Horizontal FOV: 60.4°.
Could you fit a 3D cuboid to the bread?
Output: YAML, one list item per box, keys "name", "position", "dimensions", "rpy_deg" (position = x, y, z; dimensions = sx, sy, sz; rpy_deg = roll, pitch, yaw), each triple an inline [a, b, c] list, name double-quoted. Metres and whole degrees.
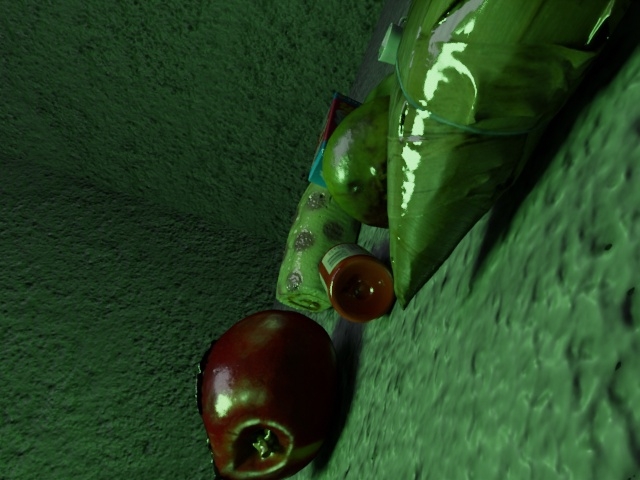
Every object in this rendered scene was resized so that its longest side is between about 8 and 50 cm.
- name: "bread"
  position: [0.000, 0.000, 1.358]
  dimensions: [0.187, 0.155, 0.338]
  rpy_deg: [131, 158, -62]

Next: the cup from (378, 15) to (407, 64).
- name: "cup"
  position: [0.181, -0.397, 1.110]
  dimensions: [0.074, 0.116, 0.104]
  rpy_deg: [131, 156, -76]

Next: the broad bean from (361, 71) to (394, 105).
- name: "broad bean"
  position: [0.151, -0.270, 1.149]
  dimensions: [0.228, 0.100, 0.169]
  rpy_deg: [-117, 36, -64]

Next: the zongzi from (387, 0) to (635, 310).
- name: "zongzi"
  position: [0.147, -0.145, 0.588]
  dimensions: [0.323, 0.160, 0.360]
  rpy_deg: [-71, -4, -56]

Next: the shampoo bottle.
- name: "shampoo bottle"
  position: [0.053, 0.060, 0.955]
  dimensions: [0.278, 0.104, 0.104]
  rpy_deg: [-127, 55, -82]

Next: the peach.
- name: "peach"
  position: [-0.059, 0.254, 0.986]
  dimensions: [0.361, 0.201, 0.257]
  rpy_deg: [-55, -52, -64]

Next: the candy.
- name: "candy"
  position: [0.075, -0.233, 1.349]
  dimensions: [0.305, 0.157, 0.100]
  rpy_deg: [-79, 14, -49]

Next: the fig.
- name: "fig"
  position: [0.098, -0.106, 0.748]
  dimensions: [0.191, 0.181, 0.180]
  rpy_deg: [-70, 0, -75]
